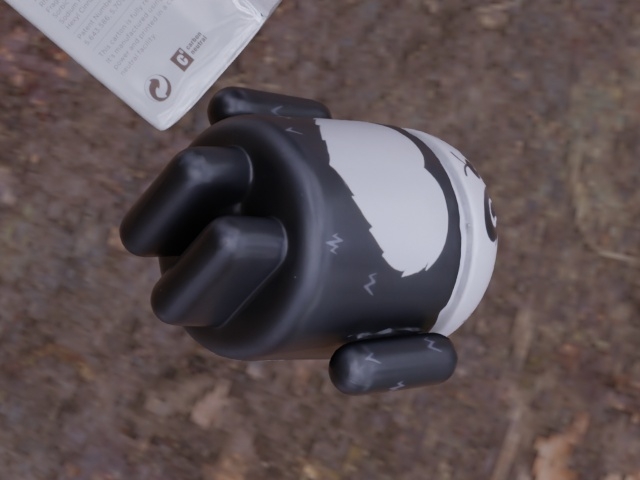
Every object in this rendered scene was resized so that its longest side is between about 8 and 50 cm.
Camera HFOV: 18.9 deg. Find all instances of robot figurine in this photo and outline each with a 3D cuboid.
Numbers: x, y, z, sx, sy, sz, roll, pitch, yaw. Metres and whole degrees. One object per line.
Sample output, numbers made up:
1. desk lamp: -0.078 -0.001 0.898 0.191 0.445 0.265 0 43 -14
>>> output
1. robot figurine: 0.001 -0.003 1.345 0.278 0.174 0.209 2 91 -44

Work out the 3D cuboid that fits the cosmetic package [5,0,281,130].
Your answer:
1. cosmetic package: -0.130 -0.165 0.950 0.231 0.117 0.085 41 105 -6
